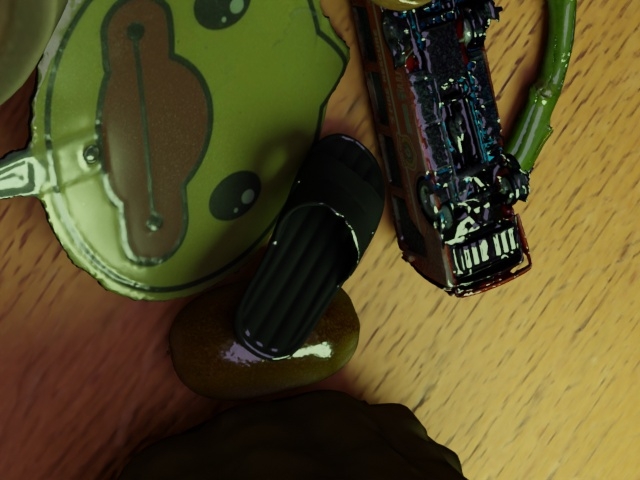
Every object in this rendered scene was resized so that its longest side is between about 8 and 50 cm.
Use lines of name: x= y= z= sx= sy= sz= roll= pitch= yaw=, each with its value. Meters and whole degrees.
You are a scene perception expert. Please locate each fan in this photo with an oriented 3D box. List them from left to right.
fan: x=-0.104 y=-0.057 z=0.707 sx=0.335 sy=0.011 sz=0.229 roll=-25 pitch=126 yaw=-34

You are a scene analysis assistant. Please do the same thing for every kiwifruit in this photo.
kiwifruit: x=-0.035 y=0.061 z=0.796 sx=0.124 sy=0.075 sz=0.075 roll=-8 pitch=107 yaw=-14

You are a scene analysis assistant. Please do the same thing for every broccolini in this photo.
broccolini: x=0.112 y=-0.166 z=0.800 sx=0.123 sy=0.062 sz=0.271 roll=-3 pitch=108 yaw=-8

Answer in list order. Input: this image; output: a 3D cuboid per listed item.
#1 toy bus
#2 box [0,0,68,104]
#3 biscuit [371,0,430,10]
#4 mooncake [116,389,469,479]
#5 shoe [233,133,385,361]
toy bus: x=0.069 y=-0.085 z=0.778 sx=0.074 sy=0.096 sz=0.234 roll=-18 pitch=109 yaw=-16
box: x=-0.205 y=-0.203 z=0.451 sx=0.301 sy=0.301 sz=0.216 roll=28 pitch=59 yaw=-24
biscuit: x=0.011 y=-0.278 z=0.688 sx=0.186 sy=0.044 sz=0.295 roll=-40 pitch=99 yaw=-21
mooncake: x=-0.021 y=0.255 z=0.787 sx=0.324 sy=0.187 sz=0.324 roll=-8 pitch=112 yaw=-19
shoe: x=0.000 y=0.000 z=0.760 sx=0.062 sy=0.053 sz=0.159 roll=31 pitch=68 yaw=-7
